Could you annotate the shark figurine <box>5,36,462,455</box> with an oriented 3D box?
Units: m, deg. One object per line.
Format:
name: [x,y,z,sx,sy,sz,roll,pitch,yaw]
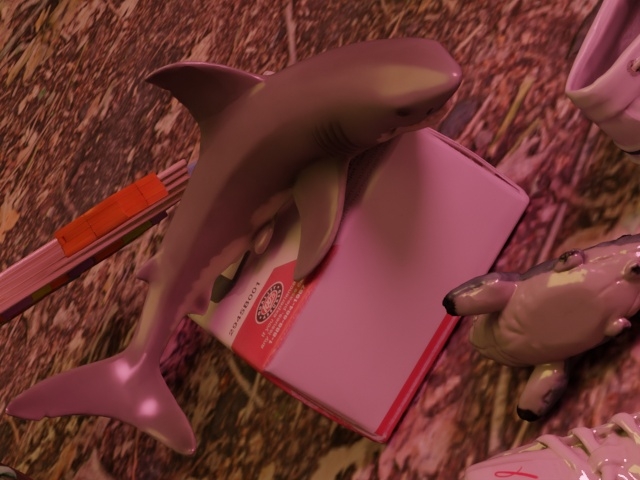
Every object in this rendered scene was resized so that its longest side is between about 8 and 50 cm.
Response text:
shark figurine: [-0.058,-0.030,0.892,0.278,0.116,0.166,-48,27,16]

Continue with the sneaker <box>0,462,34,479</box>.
sneaker: [-0.224,0.179,1.041,0.158,0.182,0.410,-43,17,-30]

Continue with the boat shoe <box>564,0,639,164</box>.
boat shoe: [0.188,-0.145,0.826,0.083,0.076,0.226,-6,57,58]

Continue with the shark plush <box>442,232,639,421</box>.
shark plush: [0.125,0.011,0.801,0.161,0.073,0.067,-46,-2,35]

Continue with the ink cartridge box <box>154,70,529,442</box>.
ink cartridge box: [0.000,0.000,0.987,0.158,0.092,0.218,-59,24,-1]

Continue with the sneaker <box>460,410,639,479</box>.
sneaker: [0.110,0.098,0.603,0.232,0.115,0.090,-50,27,19]

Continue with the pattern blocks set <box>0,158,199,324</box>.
pattern blocks set: [-0.173,0.016,1.137,0.325,0.026,0.285,-34,2,-16]
